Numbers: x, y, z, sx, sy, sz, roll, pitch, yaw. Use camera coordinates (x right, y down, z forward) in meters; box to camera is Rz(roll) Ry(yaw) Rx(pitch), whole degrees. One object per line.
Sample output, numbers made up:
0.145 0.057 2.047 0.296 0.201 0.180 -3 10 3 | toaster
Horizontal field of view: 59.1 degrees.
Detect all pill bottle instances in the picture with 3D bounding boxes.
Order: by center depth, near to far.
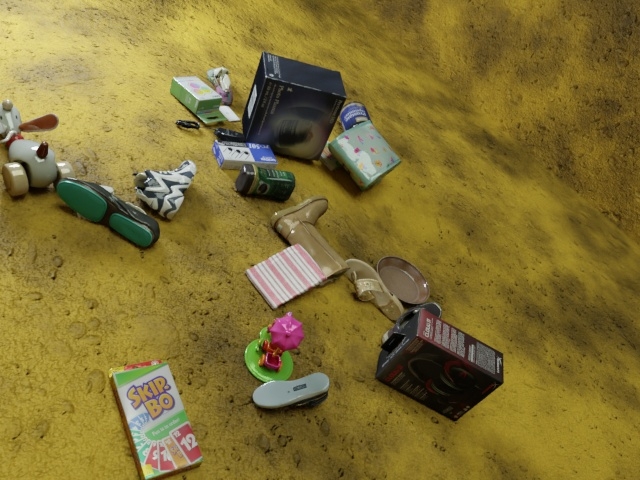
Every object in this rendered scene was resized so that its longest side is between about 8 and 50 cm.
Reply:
0.160 -0.472 2.362 0.123 0.123 0.219 10 43 -27 | pill bottle

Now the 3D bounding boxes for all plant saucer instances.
0.264 0.136 1.847 0.199 0.036 0.198 19 39 -17 | plant saucer

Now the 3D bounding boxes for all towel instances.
-0.096 0.102 1.607 0.197 0.029 0.144 -28 65 -28 | towel

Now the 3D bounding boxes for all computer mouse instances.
-0.379 -0.371 1.948 0.242 0.041 0.071 12 25 -14 | computer mouse

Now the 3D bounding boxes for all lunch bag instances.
0.157 -0.313 2.134 0.223 0.160 0.262 51 35 2 | lunch bag

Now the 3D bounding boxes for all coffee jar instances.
-0.181 -0.190 1.838 0.184 0.096 0.079 8 41 -30 | coffee jar

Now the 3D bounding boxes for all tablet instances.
-0.342 -0.473 2.104 0.054 0.006 0.083 -20 61 -46 | tablet

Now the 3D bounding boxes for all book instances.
0.025 -0.335 2.196 0.144 0.035 0.096 47 41 13 | book

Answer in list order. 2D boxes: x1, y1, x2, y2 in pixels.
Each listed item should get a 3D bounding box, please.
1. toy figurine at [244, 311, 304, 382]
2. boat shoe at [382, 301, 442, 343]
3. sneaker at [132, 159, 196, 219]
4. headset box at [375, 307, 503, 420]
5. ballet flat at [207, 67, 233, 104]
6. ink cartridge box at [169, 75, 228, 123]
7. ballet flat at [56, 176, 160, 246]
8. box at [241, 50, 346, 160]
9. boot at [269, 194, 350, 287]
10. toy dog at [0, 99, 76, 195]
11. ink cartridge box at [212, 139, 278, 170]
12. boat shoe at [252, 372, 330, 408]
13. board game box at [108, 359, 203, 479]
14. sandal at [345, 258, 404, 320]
-0.094 0.237 1.385 0.130 0.159 0.173 23 38 -13 | toy figurine
0.296 0.248 1.701 0.285 0.092 0.103 -20 62 -46 | boat shoe
-0.458 -0.178 1.630 0.153 0.094 0.235 29 47 -19 | sneaker
0.304 0.330 1.517 0.293 0.218 0.110 30 38 -6 | headset box
-0.377 -0.613 2.172 0.077 0.079 0.221 2 47 -33 | ballet flat
-0.427 -0.505 2.015 0.209 0.062 0.109 41 37 21 | ink cartridge box
-0.546 -0.080 1.477 0.280 0.095 0.096 36 27 -14 | ballet flat
-0.100 -0.469 2.011 0.294 0.296 0.182 8 45 -20 | box
0.000 0.000 1.768 0.236 0.089 0.269 -27 64 -31 | boot
-0.762 -0.259 1.449 0.334 0.161 0.220 38 38 7 | toy dog
-0.257 -0.288 1.931 0.207 0.046 0.097 -1 50 -36 | ink cartridge box
-0.066 0.373 1.343 0.183 0.083 0.065 -10 49 -8 | boat shoe
-0.347 0.362 1.177 0.124 0.039 0.259 -4 48 -39 | board game box
0.149 0.154 1.705 0.240 0.088 0.079 45 33 8 | sandal
